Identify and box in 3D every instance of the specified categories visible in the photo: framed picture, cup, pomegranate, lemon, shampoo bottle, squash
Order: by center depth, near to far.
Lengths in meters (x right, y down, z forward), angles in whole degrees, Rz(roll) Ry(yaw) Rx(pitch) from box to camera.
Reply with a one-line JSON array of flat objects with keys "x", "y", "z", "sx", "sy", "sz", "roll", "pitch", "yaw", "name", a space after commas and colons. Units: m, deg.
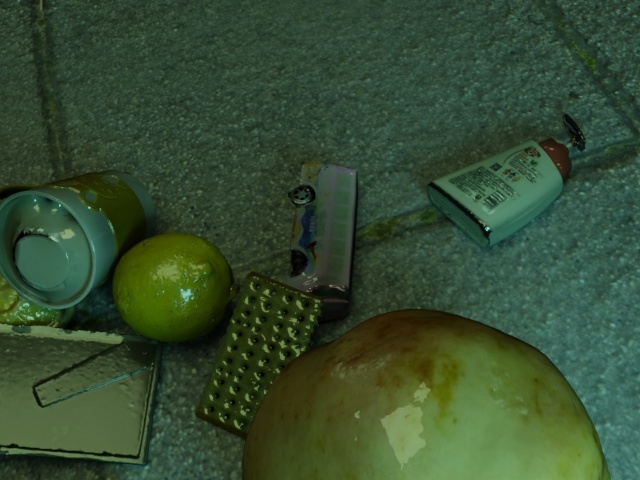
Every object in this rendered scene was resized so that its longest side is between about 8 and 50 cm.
[{"x": 0.100, "y": 0.277, "z": 0.867, "sx": 0.412, "sy": 0.411, "sz": 0.411, "roll": -4, "pitch": 56, "yaw": 6, "name": "pomegranate"}, {"x": -0.384, "y": 0.223, "z": 1.152, "sx": 0.281, "sy": 0.019, "sz": 0.208, "roll": 7, "pitch": 57, "yaw": -6, "name": "framed picture"}, {"x": -0.443, "y": 0.212, "z": 1.189, "sx": 0.184, "sy": 0.052, "sz": 0.052, "roll": 17, "pitch": 60, "yaw": 6, "name": "squash"}, {"x": -0.228, "y": 0.072, "z": 1.190, "sx": 0.206, "sy": 0.173, "sz": 0.173, "roll": -17, "pitch": 52, "yaw": 23, "name": "lemon"}, {"x": -0.402, "y": -0.029, "z": 1.229, "sx": 0.241, "sy": 0.185, "sz": 0.226, "roll": 29, "pitch": 26, "yaw": 8, "name": "cup"}, {"x": 0.335, "y": -0.110, "z": 1.295, "sx": 0.284, "sy": 0.071, "sz": 0.153, "roll": -31, "pitch": 55, "yaw": -16, "name": "shampoo bottle"}]

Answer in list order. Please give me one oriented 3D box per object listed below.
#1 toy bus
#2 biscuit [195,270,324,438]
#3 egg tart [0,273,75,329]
[{"x": 0.000, "y": 0.000, "z": 1.255, "sx": 0.112, "sy": 0.090, "sz": 0.273, "roll": 3, "pitch": 57, "yaw": 5, "name": "toy bus"}, {"x": -0.088, "y": 0.173, "z": 1.140, "sx": 0.139, "sy": 0.016, "sz": 0.231, "roll": 19, "pitch": 84, "yaw": 21, "name": "biscuit"}, {"x": -0.507, "y": 0.084, "z": 1.272, "sx": 0.232, "sy": 0.098, "sz": 0.252, "roll": 22, "pitch": 65, "yaw": 25, "name": "egg tart"}]
